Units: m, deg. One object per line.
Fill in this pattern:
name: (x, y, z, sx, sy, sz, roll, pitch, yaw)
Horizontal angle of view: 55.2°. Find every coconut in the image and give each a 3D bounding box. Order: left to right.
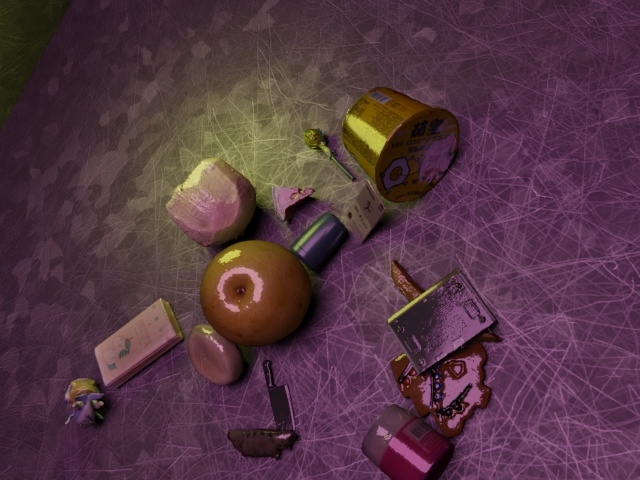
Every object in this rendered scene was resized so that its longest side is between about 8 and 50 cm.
coconut: (-0.356, -0.119, 2.114, 0.254, 0.297, 0.297, 43, 93, 2)

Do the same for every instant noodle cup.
instant noodle cup: (0.231, -0.317, 1.913, 0.325, 0.325, 0.254, -47, 51, 3)

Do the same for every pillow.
pillow: (-0.185, 0.630, 1.890, 0.241, 0.051, 0.093, -6, 76, 22)

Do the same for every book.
book: (0.143, -0.089, 1.963, 0.182, 0.014, 0.127, -57, 49, 44)

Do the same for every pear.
pear: (-0.198, 0.165, 1.915, 0.348, 0.348, 0.348, -8, 68, 22)

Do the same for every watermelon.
watermelon: (-0.101, -0.154, 2.119, 0.158, 0.098, 0.121, -43, 74, 10)

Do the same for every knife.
knife: (-0.131, 0.490, 1.939, 0.072, 0.019, 0.245, -23, 67, 13)

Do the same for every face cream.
face cream: (0.235, 0.565, 1.651, 0.195, 0.175, 0.175, 33, 87, 31)

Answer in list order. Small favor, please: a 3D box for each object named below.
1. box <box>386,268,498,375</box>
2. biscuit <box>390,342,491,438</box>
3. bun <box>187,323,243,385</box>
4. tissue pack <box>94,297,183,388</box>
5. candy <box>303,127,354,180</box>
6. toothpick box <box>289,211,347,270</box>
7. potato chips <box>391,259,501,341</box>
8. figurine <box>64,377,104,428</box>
box: (0.342, 0.236, 1.733, 0.270, 0.045, 0.211, -37, 61, 14)
biscuit: (0.332, 0.403, 1.741, 0.301, 0.043, 0.278, 12, 76, 28)
bun: (-0.332, 0.363, 2.003, 0.222, 0.127, 0.222, 15, 116, 34)
tissue pack: (-0.653, 0.370, 2.188, 0.325, 0.071, 0.170, -37, 59, 7)
candy: (0.034, -0.300, 2.131, 0.077, 0.073, 0.262, -32, 65, -20)
toothpick box: (0.000, 0.000, 2.000, 0.184, 0.120, 0.120, -47, 60, -2)
potato chips: (0.344, 0.196, 1.804, 0.407, 0.057, 0.080, 38, 96, 31)
figurine: (-0.830, 0.568, 2.155, 0.208, 0.128, 0.184, -46, 51, 47)
